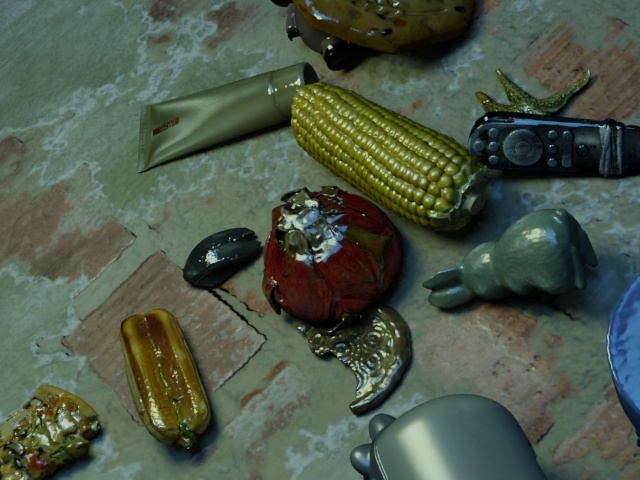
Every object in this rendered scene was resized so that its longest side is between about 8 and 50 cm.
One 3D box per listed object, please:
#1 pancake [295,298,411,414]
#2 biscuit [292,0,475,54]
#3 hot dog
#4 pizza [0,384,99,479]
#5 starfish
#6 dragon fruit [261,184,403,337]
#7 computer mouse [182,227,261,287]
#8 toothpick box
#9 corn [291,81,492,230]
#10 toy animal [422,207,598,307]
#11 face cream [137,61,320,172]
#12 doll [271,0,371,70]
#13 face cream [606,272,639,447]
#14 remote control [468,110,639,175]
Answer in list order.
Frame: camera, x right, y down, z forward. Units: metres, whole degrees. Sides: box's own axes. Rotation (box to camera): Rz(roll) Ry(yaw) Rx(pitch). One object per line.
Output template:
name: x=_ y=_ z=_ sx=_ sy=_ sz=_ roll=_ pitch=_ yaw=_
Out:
pancake: x=0.039 y=0.155 z=1.722 sx=0.190 sy=0.020 sz=0.184 roll=10 pitch=61 yaw=29
biscuit: x=0.098 y=-0.446 z=2.020 sx=0.359 sy=0.046 sz=0.359 roll=7 pitch=52 yaw=-9
hot dog: x=-0.228 y=0.206 z=1.772 sx=0.104 sy=0.076 sz=0.250 roll=-18 pitch=51 yaw=-14
pizza: x=-0.435 y=0.304 z=1.791 sx=0.226 sy=0.069 sz=0.147 roll=-39 pitch=52 yaw=-7
starfish: x=0.323 y=-0.196 z=1.846 sx=0.217 sy=0.050 sz=0.223 roll=-36 pitch=54 yaw=-13
dragon fruit: x=0.000 y=-0.003 z=1.758 sx=0.218 sy=0.148 sz=0.224 roll=23 pitch=62 yaw=40
computer mouse: x=-0.158 y=0.021 z=1.890 sx=0.135 sy=0.047 sz=0.079 roll=-29 pitch=50 yaw=-1
toothpick box: x=0.165 y=0.319 z=1.414 sx=0.229 sy=0.229 sz=0.316 roll=-28 pitch=49 yaw=2
corn: x=0.096 y=-0.127 z=1.831 sx=0.144 sy=0.144 sz=0.387 roll=-48 pitch=47 yaw=-14
toy animal: x=0.259 y=0.027 z=1.664 sx=0.236 sy=0.138 sz=0.108 roll=-5 pitch=22 yaw=37
face cream: x=-0.164 y=-0.215 z=2.054 sx=0.341 sy=0.084 sz=0.137 roll=-14 pitch=60 yaw=23
doll: x=0.014 y=-0.411 z=2.083 sx=0.182 sy=0.117 sz=0.257 roll=-31 pitch=51 yaw=8
face cream: x=0.467 y=0.159 z=1.396 sx=0.249 sy=0.225 sz=0.249 roll=-11 pitch=55 yaw=16
remote control: x=0.349 y=-0.144 z=1.758 sx=0.266 sy=0.090 sz=0.066 roll=5 pitch=36 yaw=15
